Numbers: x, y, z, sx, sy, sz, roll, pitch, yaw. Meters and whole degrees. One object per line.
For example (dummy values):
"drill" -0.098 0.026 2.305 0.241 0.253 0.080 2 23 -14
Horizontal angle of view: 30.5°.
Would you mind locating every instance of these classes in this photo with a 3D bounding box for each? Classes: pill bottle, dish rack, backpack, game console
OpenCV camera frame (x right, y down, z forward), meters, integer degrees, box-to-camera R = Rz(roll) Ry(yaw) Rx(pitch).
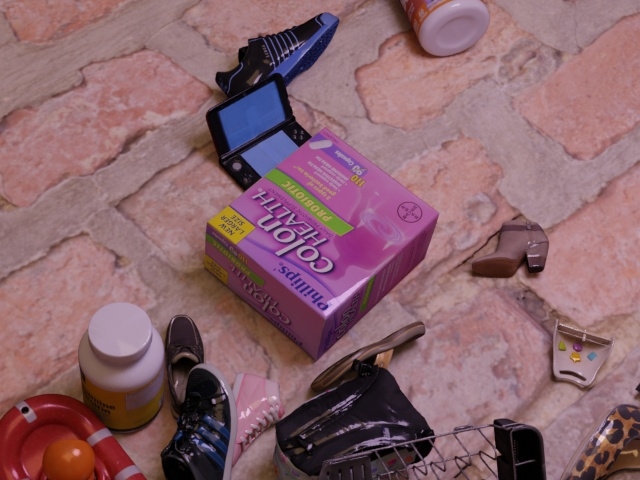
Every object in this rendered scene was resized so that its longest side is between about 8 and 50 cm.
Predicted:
"pill bottle" 0.183 -0.416 1.916 0.121 0.121 0.216 -12 58 -15
"pill bottle" -0.243 0.154 1.437 0.103 0.184 0.103 3 55 -5
"dish rack" 0.128 0.324 1.372 0.272 0.074 0.208 -10 102 -13
"backpack" 0.031 0.250 1.448 0.182 0.115 0.152 -22 48 -23
"game console" -0.079 -0.156 1.728 0.144 0.085 0.124 -33 65 -25

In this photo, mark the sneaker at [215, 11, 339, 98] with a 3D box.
"sneaker" -0.065 -0.294 1.825 0.090 0.081 0.232 37 60 9

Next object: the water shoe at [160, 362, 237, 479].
"water shoe" -0.149 0.246 1.412 0.080 0.073 0.203 15 66 -50

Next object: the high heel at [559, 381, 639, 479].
"high heel" 0.433 0.288 1.488 0.186 0.093 0.261 40 55 21

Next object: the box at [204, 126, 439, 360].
"box" 0.000 0.000 1.613 0.213 0.117 0.243 39 60 18

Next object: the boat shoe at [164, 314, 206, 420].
"boat shoe" -0.173 0.158 1.524 0.056 0.049 0.152 -4 57 -11

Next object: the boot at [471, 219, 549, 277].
"boot" 0.272 0.009 1.693 0.118 0.042 0.087 3 49 -7

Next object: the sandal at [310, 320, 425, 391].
"sandal" 0.071 0.161 1.551 0.180 0.072 0.049 -24 83 -26

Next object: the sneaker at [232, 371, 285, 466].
"sneaker" -0.084 0.229 1.486 0.070 0.051 0.134 9 51 5

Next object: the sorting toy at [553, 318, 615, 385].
"sorting toy" 0.349 0.158 1.598 0.083 0.045 0.075 18 63 4

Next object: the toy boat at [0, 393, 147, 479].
"toy boat" -0.291 0.274 1.369 0.151 0.151 0.231 -32 66 -26
